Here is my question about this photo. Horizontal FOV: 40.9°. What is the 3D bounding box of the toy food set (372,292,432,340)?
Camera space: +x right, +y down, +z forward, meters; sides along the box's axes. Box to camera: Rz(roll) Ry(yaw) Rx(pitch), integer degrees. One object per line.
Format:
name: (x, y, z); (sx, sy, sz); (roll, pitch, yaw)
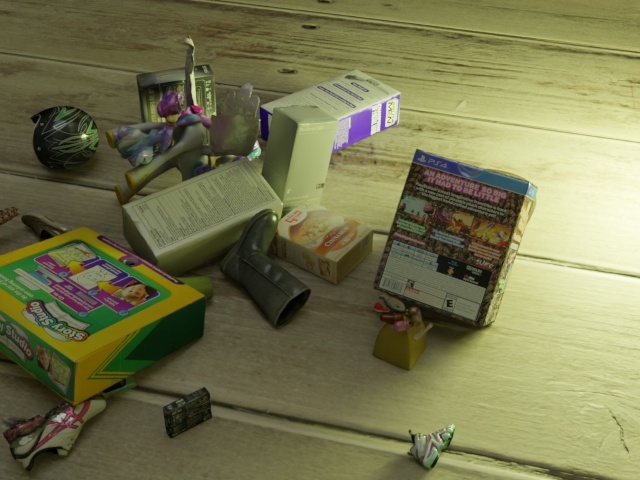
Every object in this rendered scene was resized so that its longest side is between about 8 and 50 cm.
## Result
toy food set: (0.147, 0.139, 1.609); (0.122, 0.019, 0.078); (28, 45, 30)

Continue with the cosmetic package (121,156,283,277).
cosmetic package: (-0.254, -0.045, 1.856); (0.309, 0.113, 0.160); (-24, 62, -25)

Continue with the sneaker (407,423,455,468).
sneaker: (0.185, 0.340, 1.478); (0.069, 0.038, 0.098); (24, 43, 25)

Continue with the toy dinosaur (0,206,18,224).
toy dinosaur: (-0.834, -0.029, 1.866); (0.321, 0.164, 0.218); (3, 49, -27)

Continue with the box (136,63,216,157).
box: (-0.353, -0.314, 2.136); (0.183, 0.231, 0.056); (-12, 44, -15)

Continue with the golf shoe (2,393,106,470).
golf shoe: (-0.444, 0.325, 1.470); (0.186, 0.067, 0.086); (-23, 84, -42)

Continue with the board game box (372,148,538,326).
board game box: (0.268, -0.005, 1.698); (0.232, 0.291, 0.141); (19, 5, 20)

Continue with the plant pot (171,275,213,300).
plant pot: (-0.262, 0.104, 1.740); (0.079, 0.083, 0.083); (-16, 40, -39)

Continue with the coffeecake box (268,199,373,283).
coffeecake box: (0.000, 0.000, 1.879); (0.185, 0.068, 0.142); (24, 45, 27)

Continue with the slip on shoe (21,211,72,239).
slip on shoe: (-0.615, -0.024, 1.910); (0.135, 0.051, 0.041); (21, 54, 14)

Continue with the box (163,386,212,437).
box: (-0.230, 0.299, 1.493); (0.083, 0.067, 0.018); (-24, 44, -27)

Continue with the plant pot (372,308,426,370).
plant pot: (0.155, 0.182, 1.641); (0.081, 0.083, 0.081); (21, 42, 22)

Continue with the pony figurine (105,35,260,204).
pony figurine: (-0.298, -0.240, 1.969); (0.363, 0.351, 0.303); (-26, 57, -24)

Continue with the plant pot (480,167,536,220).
plant pot: (0.376, -0.071, 1.896); (0.215, 0.215, 0.230); (31, 33, 32)

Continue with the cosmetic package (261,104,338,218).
cosmetic package: (-0.054, -0.182, 1.957); (0.127, 0.238, 0.107); (-13, 40, -37)

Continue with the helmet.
helmet: (-0.629, -0.251, 2.104); (0.169, 0.169, 0.161); (-21, 27, -26)

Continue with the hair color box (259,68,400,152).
hair color box: (0.028, -0.331, 2.270); (0.338, 0.110, 0.185); (-28, 45, -29)

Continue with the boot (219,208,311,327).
boot: (-0.095, 0.053, 1.761); (0.208, 0.076, 0.190); (34, 91, 43)

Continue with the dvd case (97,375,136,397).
dvd case: (-0.404, 0.244, 1.601); (0.087, 0.013, 0.119); (-18, 41, -22)

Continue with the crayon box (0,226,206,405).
crayon box: (-0.457, 0.125, 1.632); (0.363, 0.106, 0.313); (26, 33, 29)
